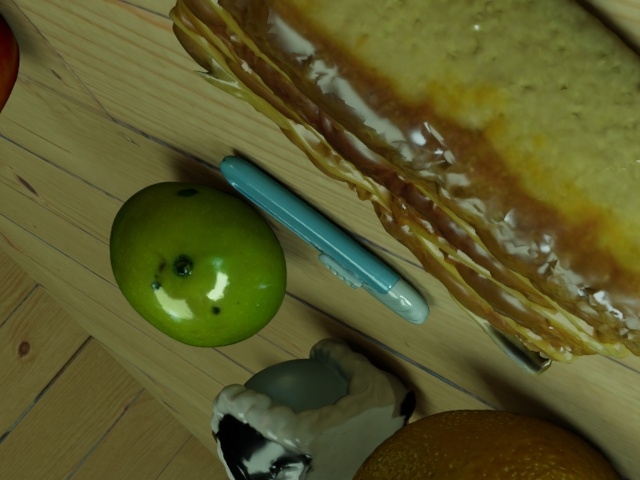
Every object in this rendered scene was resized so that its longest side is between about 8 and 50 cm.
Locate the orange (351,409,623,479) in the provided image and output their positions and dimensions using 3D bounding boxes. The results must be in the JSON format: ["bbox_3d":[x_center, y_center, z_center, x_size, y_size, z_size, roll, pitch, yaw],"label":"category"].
[{"bbox_3d":[0.141,0.272,1.174,0.274,0.274,0.274,37,166,11],"label":"orange"}]

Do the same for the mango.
[{"bbox_3d":[-0.121,0.019,1.352,0.175,0.143,0.293,36,177,-9],"label":"mango"}]

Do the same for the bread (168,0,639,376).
[{"bbox_3d":[0.058,-0.061,0.672,0.274,0.114,0.185,43,166,-3],"label":"bread"}]

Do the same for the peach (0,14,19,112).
[{"bbox_3d":[-0.411,-0.154,1.371,0.196,0.226,0.190,32,161,29],"label":"peach"}]

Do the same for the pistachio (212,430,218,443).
[{"bbox_3d":[-0.048,0.286,1.947,0.212,0.163,0.260,6,162,-1],"label":"pistachio"}]

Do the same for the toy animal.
[{"bbox_3d":[-0.008,0.200,1.504,0.156,0.204,0.208,48,154,33],"label":"toy animal"}]

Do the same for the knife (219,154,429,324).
[{"bbox_3d":[0.000,0.000,1.179,0.222,0.031,0.064,38,170,12],"label":"knife"}]
